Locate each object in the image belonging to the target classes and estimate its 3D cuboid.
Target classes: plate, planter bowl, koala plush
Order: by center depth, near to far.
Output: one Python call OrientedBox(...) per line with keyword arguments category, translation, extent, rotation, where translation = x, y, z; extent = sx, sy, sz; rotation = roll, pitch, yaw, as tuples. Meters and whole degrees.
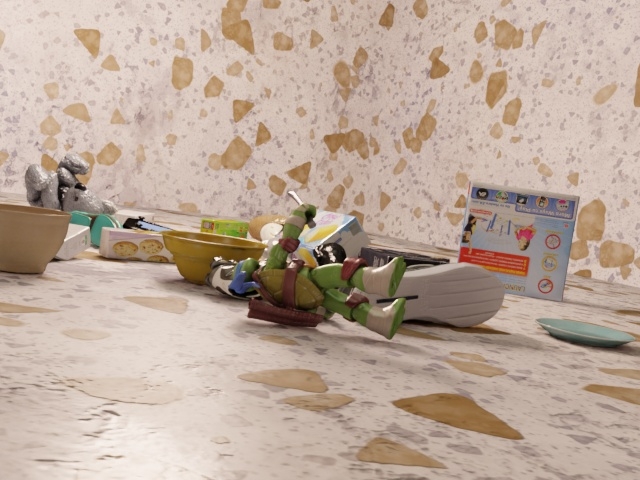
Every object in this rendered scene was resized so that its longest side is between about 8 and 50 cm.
OrientedBox(category="planter bowl", translation=(-0.524, -0.003, 1.312), extent=(0.162, 0.109, 0.162), rotation=(8, 3, 0))
OrientedBox(category="plate", translation=(0.510, 0.181, 1.462), extent=(0.188, 0.024, 0.188), rotation=(8, 5, -1))
OrientedBox(category="planter bowl", translation=(-0.215, 0.039, 1.493), extent=(0.217, 0.090, 0.217), rotation=(8, 4, -1))
OrientedBox(category="koala plush", translation=(-0.704, -0.108, 2.159), extent=(0.221, 0.203, 0.196), rotation=(27, 33, 22))

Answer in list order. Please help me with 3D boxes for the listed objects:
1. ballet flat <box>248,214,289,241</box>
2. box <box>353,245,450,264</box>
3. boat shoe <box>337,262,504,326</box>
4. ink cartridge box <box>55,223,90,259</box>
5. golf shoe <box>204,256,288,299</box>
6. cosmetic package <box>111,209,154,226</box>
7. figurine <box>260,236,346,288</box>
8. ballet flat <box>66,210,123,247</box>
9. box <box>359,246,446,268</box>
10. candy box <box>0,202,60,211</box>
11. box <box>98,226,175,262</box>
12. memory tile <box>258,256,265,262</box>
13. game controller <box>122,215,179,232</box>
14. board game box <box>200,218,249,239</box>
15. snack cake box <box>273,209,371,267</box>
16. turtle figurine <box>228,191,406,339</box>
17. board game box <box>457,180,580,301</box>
OrientedBox(category="ballet flat", translation=(-0.092, -0.007, 2.500), extent=(0.342, 0.116, 0.124), rotation=(13, 24, 10))
OrientedBox(category="box", translation=(0.205, 0.066, 2.150), extent=(0.293, 0.073, 0.295), rotation=(10, 4, 16))
OrientedBox(category="boat shoe", translation=(0.187, 0.089, 1.393), extent=(0.335, 0.121, 0.119), rotation=(4, 10, -29))
OrientedBox(category="ink cartridge box", translation=(-0.600, 0.014, 1.509), extent=(0.181, 0.056, 0.225), rotation=(9, 23, 14))
OrientedBox(category="golf shoe", translation=(-0.109, 0.080, 1.373), extent=(0.198, 0.077, 0.094), rotation=(0, 22, -35))
OrientedBox(category="cosmetic package", translation=(-0.594, -0.059, 2.342), extent=(0.098, 0.060, 0.239), rotation=(10, 4, 1))
OrientedBox(category="figurine", translation=(-0.034, 0.056, 1.733), extent=(0.214, 0.092, 0.209), rotation=(7, 8, -8))
OrientedBox(category="ballet flat", translation=(-0.538, -0.024, 1.852), extent=(0.247, 0.083, 0.087), rotation=(14, -8, 39))
OrientedBox(category="box", translation=(0.190, 0.077, 1.793), extent=(0.156, 0.093, 0.158), rotation=(7, 5, -21))
OrientedBox(category="candy box", translation=(-0.736, -0.047, 1.791), extent=(0.196, 0.070, 0.165), rotation=(7, 4, -10))
OrientedBox(category="box", translation=(-0.342, 0.017, 1.738), extent=(0.324, 0.067, 0.063), rotation=(7, 5, -33))
OrientedBox(category="memory tile", translation=(-0.135, 0.058, 1.976), extent=(0.148, 0.012, 0.113), rotation=(11, 5, 28))
OrientedBox(category="game controller", translation=(-0.452, -0.021, 2.052), extent=(0.166, 0.067, 0.319), rotation=(7, 5, -12))
OrientedBox(category="board game box", translation=(-0.268, -0.010, 2.094), extent=(0.043, 0.092, 0.181), rotation=(11, 4, 25))
OrientedBox(category="snack cake box", translation=(0.000, 0.000, 2.009), extent=(0.152, 0.089, 0.264), rotation=(-39, 21, -16))
OrientedBox(category="turtle figurine", translation=(0.014, 0.041, 1.208), extent=(0.266, 0.198, 0.274), rotation=(14, 9, 22))
OrientedBox(category="board game box", translation=(0.557, 0.000, 2.160), extent=(0.308, 0.302, 0.086), rotation=(9, 4, 10))
